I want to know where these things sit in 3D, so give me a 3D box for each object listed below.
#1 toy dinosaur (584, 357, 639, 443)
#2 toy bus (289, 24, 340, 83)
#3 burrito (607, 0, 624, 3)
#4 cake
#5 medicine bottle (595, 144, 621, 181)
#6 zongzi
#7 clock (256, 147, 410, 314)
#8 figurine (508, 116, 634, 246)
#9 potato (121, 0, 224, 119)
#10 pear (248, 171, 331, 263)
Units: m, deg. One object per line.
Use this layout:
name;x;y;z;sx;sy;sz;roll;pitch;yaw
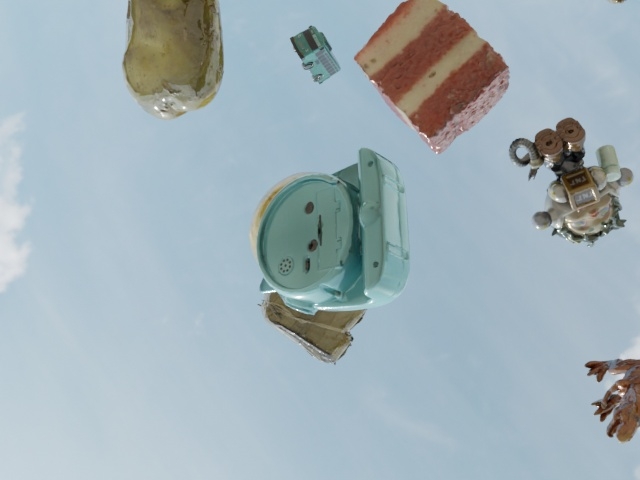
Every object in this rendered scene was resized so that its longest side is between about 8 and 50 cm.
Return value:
toy dinosaur;0.621;0.260;1.274;0.432;0.208;0.097;-29;-92;-36
toy bus;-0.011;-0.491;1.744;0.091;0.160;0.079;-30;-109;11
burrito;0.405;-0.353;0.859;0.041;0.045;0.185;14;-140;36
cake;0.288;-0.427;1.697;0.269;0.270;0.320;-43;-104;10
medicine bottle;0.700;-0.188;1.607;0.047;0.047;0.083;-4;-120;8
zongzi;0.002;0.119;1.285;0.194;0.099;0.197;34;-82;-13
clock;0.000;0.000;0.996;0.274;0.094;0.224;-17;-115;33
figurine;0.642;-0.127;1.641;0.260;0.382;0.186;-17;-131;20
potato;-0.255;-0.360;1.149;0.191;0.297;0.141;5;-164;26
pear;-0.025;-0.023;1.650;0.314;0.314;0.315;-5;-123;7
